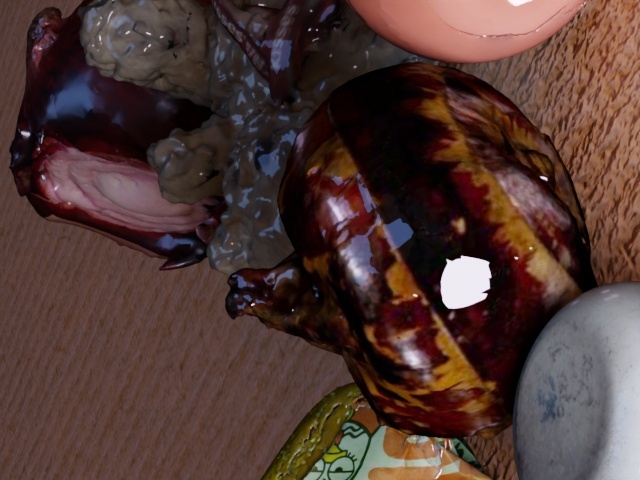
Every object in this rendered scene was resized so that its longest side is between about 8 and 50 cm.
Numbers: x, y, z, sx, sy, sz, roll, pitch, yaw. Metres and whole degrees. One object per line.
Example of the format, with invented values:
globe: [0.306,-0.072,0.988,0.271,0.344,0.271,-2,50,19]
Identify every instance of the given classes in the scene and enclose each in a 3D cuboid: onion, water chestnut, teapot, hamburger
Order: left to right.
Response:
onion: [-0.160,-0.142,2.102,0.341,0.341,0.341,-173,90,-68]
hamburger: [0.021,0.213,1.671,0.214,0.125,0.235,-41,41,0]
water chestnut: [0.065,0.018,1.488,0.300,0.300,0.300,-173,90,-68]
teapot: [0.216,0.124,1.317,0.294,0.129,0.193,122,147,-43]

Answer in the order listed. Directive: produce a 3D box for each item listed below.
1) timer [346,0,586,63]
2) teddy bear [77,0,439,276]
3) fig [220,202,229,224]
timer: [0.112,-0.255,1.542,0.215,0.229,0.230,-114,37,-58]
teddy bear: [-0.016,-0.134,1.785,0.357,0.224,0.367,-30,51,17]
fig: [-0.002,0.001,1.892,0.274,0.145,0.170,34,118,51]
